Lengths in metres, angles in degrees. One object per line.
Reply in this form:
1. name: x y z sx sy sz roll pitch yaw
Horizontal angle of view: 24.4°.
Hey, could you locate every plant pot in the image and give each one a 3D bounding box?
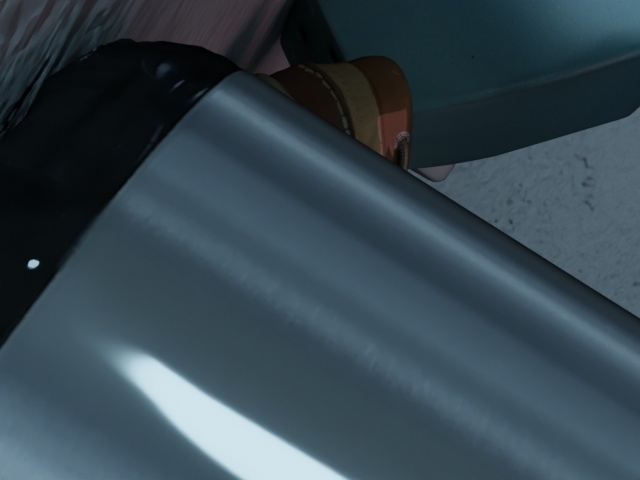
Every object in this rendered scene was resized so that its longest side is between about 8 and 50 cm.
1. plant pot: 0.105 -0.146 0.993 0.234 0.165 0.165 -21 169 -18

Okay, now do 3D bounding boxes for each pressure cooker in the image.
1. pressure cooker: 0.017 0.187 0.482 0.375 0.420 0.370 -58 180 -11

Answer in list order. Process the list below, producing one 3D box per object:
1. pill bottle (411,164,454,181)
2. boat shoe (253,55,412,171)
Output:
1. pill bottle: 0.130 -0.231 1.436 0.318 0.176 0.176 -57 -179 3
2. boat shoe: 0.000 0.000 0.926 0.120 0.122 0.324 -25 158 -17
